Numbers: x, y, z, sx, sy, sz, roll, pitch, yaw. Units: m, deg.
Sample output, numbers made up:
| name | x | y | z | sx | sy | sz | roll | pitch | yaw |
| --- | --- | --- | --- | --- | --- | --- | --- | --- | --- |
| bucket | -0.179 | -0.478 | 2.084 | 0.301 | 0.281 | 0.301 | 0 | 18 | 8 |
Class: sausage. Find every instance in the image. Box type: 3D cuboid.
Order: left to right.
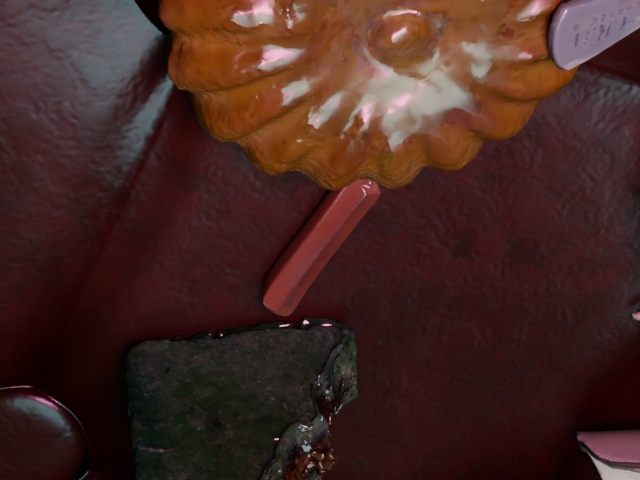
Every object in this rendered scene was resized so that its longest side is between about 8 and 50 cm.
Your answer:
| name | x | y | z | sx | sy | sz | roll | pitch | yaw |
| --- | --- | --- | --- | --- | --- | --- | --- | --- | --- |
| sausage | 0.000 | 0.000 | 1.353 | 0.030 | 0.035 | 0.147 | 24 | 118 | -25 |

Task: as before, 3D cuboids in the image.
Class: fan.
| name | x | y | z | sx | sy | sz | roll | pitch | yaw |
| --- | --- | --- | --- | --- | --- | --- | --- | --- | --- |
| fan | 0.276 | -0.188 | 1.217 | 0.282 | 0.023 | 0.057 | -24 | 135 | -18 |

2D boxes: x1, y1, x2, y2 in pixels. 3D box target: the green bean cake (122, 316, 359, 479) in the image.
| name | x | y | z | sx | sy | sz | roll | pitch | yaw |
| --- | --- | --- | --- | --- | --- | --- | --- | --- | --- |
| green bean cake | -0.053 | 0.170 | 1.372 | 0.193 | 0.208 | 0.107 | -5 | 133 | -7 |

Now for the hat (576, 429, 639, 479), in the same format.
| name | x | y | z | sx | sy | sz | roll | pitch | yaw |
| --- | --- | --- | --- | --- | --- | --- | --- | --- | --- |
| hat | 0.380 | 0.164 | 1.533 | 0.301 | 0.168 | 0.258 | -3 | 151 | 19 |

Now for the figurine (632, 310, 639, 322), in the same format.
| name | x | y | z | sx | sy | sz | roll | pitch | yaw |
| --- | --- | --- | --- | --- | --- | --- | --- | --- | --- |
| figurine | 0.314 | 0.043 | 1.462 | 0.109 | 0.047 | 0.064 | -35 | 157 | 23 |

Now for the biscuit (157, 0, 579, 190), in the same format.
| name | x | y | z | sx | sy | sz | roll | pitch | yaw |
| --- | --- | --- | --- | --- | --- | --- | --- | --- | --- |
| biscuit | 0.050 | -0.161 | 1.193 | 0.325 | 0.107 | 0.326 | -9 | 130 | -11 |
